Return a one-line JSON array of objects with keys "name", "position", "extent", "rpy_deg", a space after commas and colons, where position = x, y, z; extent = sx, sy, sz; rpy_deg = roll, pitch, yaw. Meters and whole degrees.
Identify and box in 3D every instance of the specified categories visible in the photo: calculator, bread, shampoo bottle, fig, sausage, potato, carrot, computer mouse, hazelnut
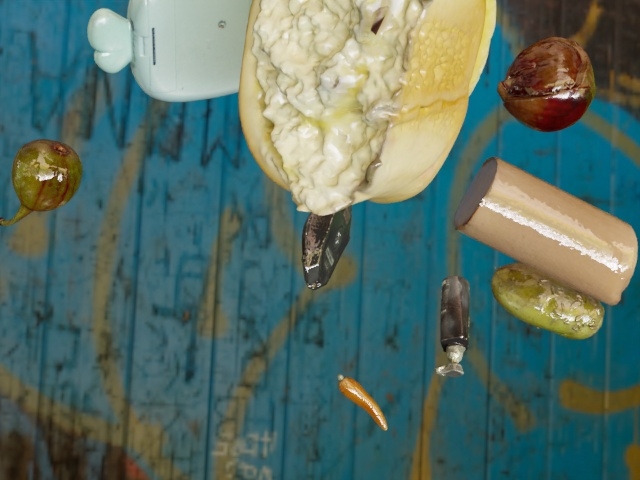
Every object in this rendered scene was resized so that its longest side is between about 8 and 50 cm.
[{"name": "calculator", "position": [-0.138, -0.258, 1.203], "extent": [0.295, 0.184, 0.042], "rpy_deg": [-14, -140, -23]}, {"name": "bread", "position": [0.047, -0.194, 0.994], "extent": [0.211, 0.315, 0.270], "rpy_deg": [26, -158, 24]}, {"name": "shampoo bottle", "position": [0.258, 0.169, 1.903], "extent": [0.064, 0.207, 0.057], "rpy_deg": [-6, 143, 18]}, {"name": "fig", "position": [-0.524, -0.084, 1.764], "extent": [0.236, 0.124, 0.124], "rpy_deg": [-42, 151, 28]}, {"name": "sausage", "position": [0.328, -0.013, 1.398], "extent": [0.253, 0.123, 0.123], "rpy_deg": [27, 174, -3]}, {"name": "potato", "position": [0.470, 0.120, 2.041], "extent": [0.251, 0.113, 0.149], "rpy_deg": [30, -137, 11]}, {"name": "carrot", "position": [0.080, 0.298, 1.817], "extent": [0.142, 0.035, 0.035], "rpy_deg": [46, 164, -12]}, {"name": "computer mouse", "position": [0.000, 0.000, 1.523], "extent": [0.057, 0.172, 0.099], "rpy_deg": [12, 150, 19]}, {"name": "hazelnut", "position": [0.422, -0.285, 1.800], "extent": [0.170, 0.160, 0.201], "rpy_deg": [-37, -170, 19]}]
